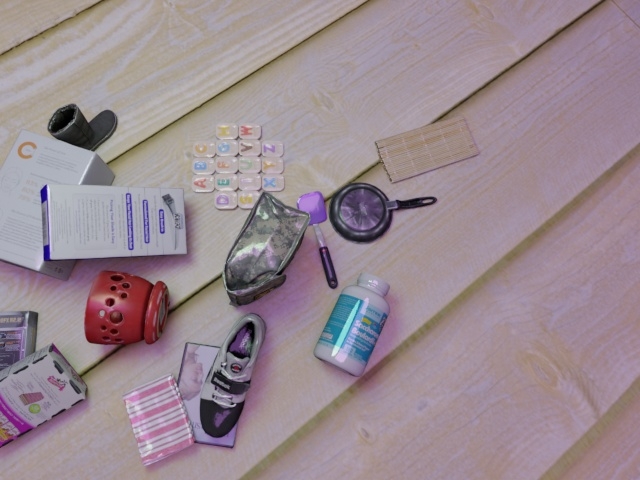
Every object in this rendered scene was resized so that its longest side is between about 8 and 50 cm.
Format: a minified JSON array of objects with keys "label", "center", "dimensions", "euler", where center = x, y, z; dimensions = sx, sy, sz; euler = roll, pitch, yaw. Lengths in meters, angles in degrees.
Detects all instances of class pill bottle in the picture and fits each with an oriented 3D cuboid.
[{"label":"pill bottle","center":[0.097,0.224,1.334],"dimensions":[0.146,0.146,0.264],"euler":[26,75,2]}]

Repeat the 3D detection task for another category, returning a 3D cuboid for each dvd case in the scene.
[{"label":"dvd case","center":[-0.300,0.413,1.314],"dimensions":[0.181,0.022,0.252],"euler":[9,75,-3]}]

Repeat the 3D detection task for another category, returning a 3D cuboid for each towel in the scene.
[{"label":"towel","center":[-0.423,0.462,1.269],"dimensions":[0.144,0.029,0.197],"euler":[-24,73,-3]}]

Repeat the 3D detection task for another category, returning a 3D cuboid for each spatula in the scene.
[{"label":"spatula","center":[0.000,0.000,1.445],"dimensions":[0.084,0.030,0.296],"euler":[-14,77,-7]}]

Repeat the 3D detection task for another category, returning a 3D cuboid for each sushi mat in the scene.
[{"label":"sushi mat","center":[0.340,-0.296,1.560],"dimensions":[0.317,0.019,0.151],"euler":[-19,78,-10]}]

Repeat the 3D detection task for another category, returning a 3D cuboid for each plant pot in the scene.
[{"label":"plant pot","center":[-0.498,0.182,1.273],"dimensions":[0.174,0.191,0.191],"euler":[9,75,-6]}]

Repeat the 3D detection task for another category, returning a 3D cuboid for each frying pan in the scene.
[{"label":"frying pan","center":[0.186,-0.076,1.477],"dimensions":[0.327,0.053,0.197],"euler":[10,75,1]}]

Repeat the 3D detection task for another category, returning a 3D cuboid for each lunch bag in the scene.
[{"label":"lunch bag","center":[-0.158,0.048,1.312],"dimensions":[0.169,0.235,0.286],"euler":[28,74,0]}]

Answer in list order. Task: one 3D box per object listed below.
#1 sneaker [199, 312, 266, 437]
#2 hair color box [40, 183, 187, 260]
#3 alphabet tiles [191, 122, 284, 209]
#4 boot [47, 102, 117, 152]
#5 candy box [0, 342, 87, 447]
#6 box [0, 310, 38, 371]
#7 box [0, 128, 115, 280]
[{"label":"sneaker","center":[-0.233,0.340,1.254],"dimensions":[0.123,0.146,0.330],"euler":[17,75,-2]},{"label":"hair color box","center":[-0.532,-0.046,1.277],"dimensions":[0.339,0.110,0.185],"euler":[-2,87,-36]},{"label":"alphabet tiles","center":[-0.251,-0.229,1.490],"dimensions":[0.278,0.021,0.283],"euler":[-1,76,-5]},{"label":"boot","center":[-0.671,-0.336,1.383],"dimensions":[0.076,0.208,0.189],"euler":[26,74,3]},{"label":"candy box","center":[-0.738,0.387,1.221],"dimensions":[0.234,0.071,0.159],"euler":[-29,114,-11]},{"label":"box","center":[-0.880,0.281,1.280],"dimensions":[0.231,0.056,0.182],"euler":[-2,75,-6]},{"label":"box","center":[-0.754,-0.092,1.333],"dimensions":[0.215,0.168,0.345],"euler":[18,75,0]}]
